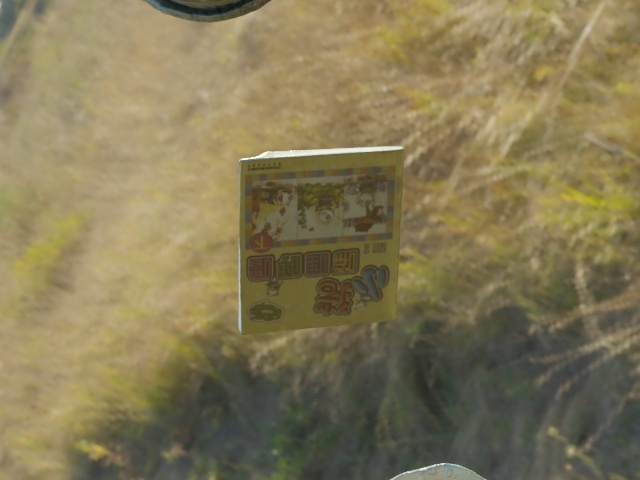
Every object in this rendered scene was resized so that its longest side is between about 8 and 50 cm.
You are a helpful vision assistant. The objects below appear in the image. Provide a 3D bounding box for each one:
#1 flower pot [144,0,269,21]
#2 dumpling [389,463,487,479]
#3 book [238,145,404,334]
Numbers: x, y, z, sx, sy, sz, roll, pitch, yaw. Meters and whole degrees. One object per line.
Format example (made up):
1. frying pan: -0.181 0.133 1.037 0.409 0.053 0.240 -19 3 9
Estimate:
1. flower pot: -0.167 -0.416 1.757 0.299 0.299 0.283 -62 6 7
2. dumpling: 0.119 0.295 1.440 0.111 0.181 0.155 44 128 41
3. book: 0.000 0.000 1.369 0.013 0.168 0.192 -120 28 -63
